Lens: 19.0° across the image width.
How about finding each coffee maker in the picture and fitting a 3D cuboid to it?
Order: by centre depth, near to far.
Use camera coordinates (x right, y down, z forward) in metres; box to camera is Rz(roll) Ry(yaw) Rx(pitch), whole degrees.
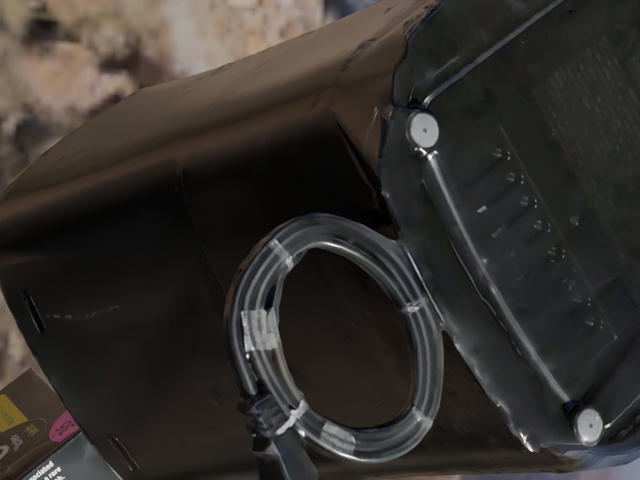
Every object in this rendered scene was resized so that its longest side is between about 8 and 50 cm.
[{"bbox_3d":[0.000,0.000,0.438,0.171,0.178,0.120,-9,85,-37],"label":"coffee maker"}]

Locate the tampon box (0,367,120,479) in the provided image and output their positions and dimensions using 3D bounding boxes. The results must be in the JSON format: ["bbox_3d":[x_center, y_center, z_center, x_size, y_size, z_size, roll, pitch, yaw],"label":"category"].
[{"bbox_3d":[-0.105,0.153,0.811,0.161,0.101,0.120,56,-13,-18],"label":"tampon box"}]
